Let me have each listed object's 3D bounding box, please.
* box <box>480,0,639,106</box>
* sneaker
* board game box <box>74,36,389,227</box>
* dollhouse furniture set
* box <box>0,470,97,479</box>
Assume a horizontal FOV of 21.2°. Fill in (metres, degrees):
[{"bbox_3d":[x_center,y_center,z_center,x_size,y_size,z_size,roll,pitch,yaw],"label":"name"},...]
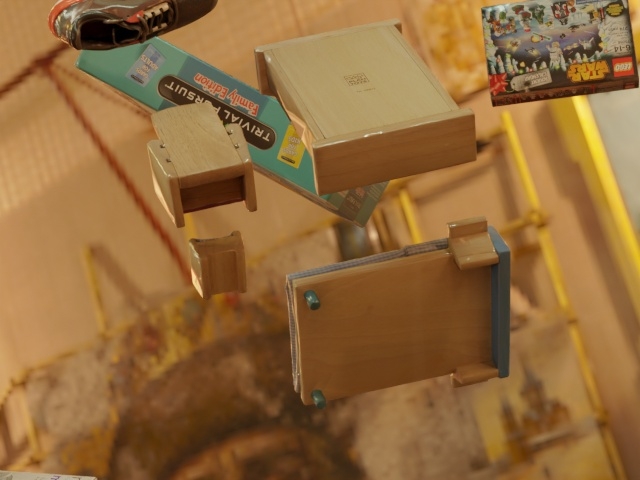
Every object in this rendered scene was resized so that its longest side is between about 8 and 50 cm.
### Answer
[{"bbox_3d":[0.220,-0.178,1.576,0.137,0.094,0.027,-7,-20,8],"label":"box"},{"bbox_3d":[-0.159,-0.194,1.519,0.158,0.065,0.061,-17,-51,-17],"label":"sneaker"},{"bbox_3d":[-0.096,-0.137,2.014,0.079,0.336,0.254,-62,-13,-1],"label":"board game box"},{"bbox_3d":[0.000,0.000,1.513,0.286,0.198,0.303,-13,-58,-11],"label":"dollhouse furniture set"},{"bbox_3d":[-0.366,0.416,2.046,0.231,0.262,0.127,1,21,24],"label":"box"}]
